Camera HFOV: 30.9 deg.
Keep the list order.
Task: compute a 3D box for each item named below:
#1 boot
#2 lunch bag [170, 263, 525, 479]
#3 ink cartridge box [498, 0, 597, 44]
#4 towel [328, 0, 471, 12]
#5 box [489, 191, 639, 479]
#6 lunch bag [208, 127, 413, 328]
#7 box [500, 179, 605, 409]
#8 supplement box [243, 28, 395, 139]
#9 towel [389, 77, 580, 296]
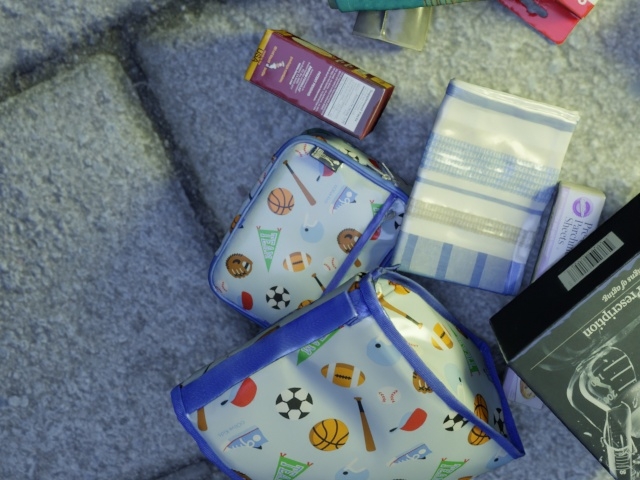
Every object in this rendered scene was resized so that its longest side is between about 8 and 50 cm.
[{"bbox_3d":[0.084,-0.386,1.614,0.190,0.076,0.208,22,111,9],"label":"boot"},{"bbox_3d":[0.035,0.204,1.558,0.328,0.385,0.238,-32,50,19],"label":"lunch bag"},{"bbox_3d":[0.341,-0.390,1.549,0.134,0.078,0.231,37,106,3],"label":"ink cartridge box"},{"bbox_3d":[0.169,-0.433,1.484,0.370,0.040,0.271,-3,122,15],"label":"towel"},{"bbox_3d":[0.460,0.132,1.529,0.343,0.179,0.312,-42,101,10],"label":"box"},{"bbox_3d":[0.000,0.000,1.676,0.243,0.115,0.303,34,106,1],"label":"lunch bag"},{"bbox_3d":[0.327,0.079,1.646,0.067,0.063,0.323,16,103,6],"label":"box"},{"bbox_3d":[0.000,-0.223,1.636,0.188,0.104,0.080,28,104,5],"label":"supplement box"},{"bbox_3d":[0.229,-0.069,1.607,0.209,0.034,0.284,14,102,-19],"label":"towel"}]
